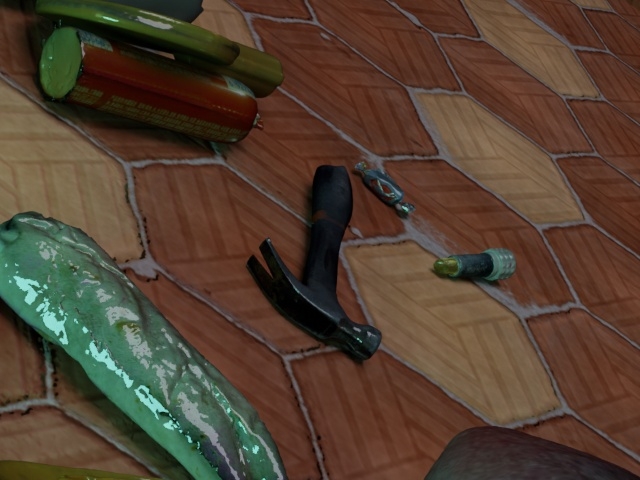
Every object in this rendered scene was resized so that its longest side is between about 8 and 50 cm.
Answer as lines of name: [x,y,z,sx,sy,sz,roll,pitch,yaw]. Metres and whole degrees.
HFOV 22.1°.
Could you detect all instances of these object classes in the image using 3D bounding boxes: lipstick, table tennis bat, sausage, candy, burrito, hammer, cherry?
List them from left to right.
burrito: [-0.141,0.090,1.268,0.309,0.066,0.096,43,31,12]
sausage: [-0.153,-0.145,1.624,0.264,0.083,0.083,14,35,-43]
table tennis bat: [-0.150,-0.199,1.679,0.198,0.050,0.321,13,0,38]
hammer: [0.000,0.000,1.626,0.137,0.037,0.290,32,27,-15]
candy: [0.074,-0.059,1.833,0.083,0.020,0.030,43,26,14]
lipstick: [0.167,0.028,1.799,0.116,0.037,0.037,-2,46,-47]
cherry: [0.168,0.258,1.256,0.239,0.206,0.239,8,4,-1]

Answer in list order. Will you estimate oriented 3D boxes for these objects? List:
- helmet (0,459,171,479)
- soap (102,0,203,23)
helmet: [-0.092,0.231,1.017,0.257,0.140,0.205,12,2,-24]
soap: [-0.301,-0.451,1.754,0.350,0.213,0.435,12,32,-47]
